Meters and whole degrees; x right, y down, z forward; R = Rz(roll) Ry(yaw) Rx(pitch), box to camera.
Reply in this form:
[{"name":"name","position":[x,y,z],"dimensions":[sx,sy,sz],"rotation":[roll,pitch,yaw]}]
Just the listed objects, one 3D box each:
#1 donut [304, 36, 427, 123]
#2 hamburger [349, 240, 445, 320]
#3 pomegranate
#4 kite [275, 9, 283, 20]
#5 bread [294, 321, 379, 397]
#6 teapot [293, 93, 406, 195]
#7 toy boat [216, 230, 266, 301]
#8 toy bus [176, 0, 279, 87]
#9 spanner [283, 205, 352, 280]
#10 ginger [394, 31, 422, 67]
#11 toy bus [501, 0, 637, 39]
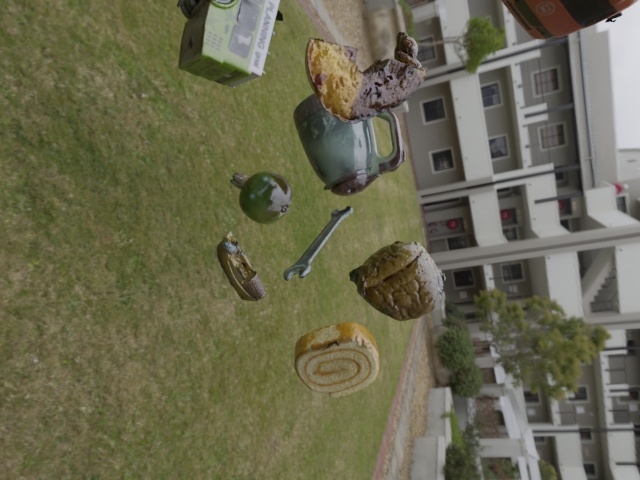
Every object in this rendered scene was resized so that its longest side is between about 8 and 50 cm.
[{"name":"donut","position":[0.079,-0.351,0.910],"dimensions":[0.112,0.296,0.151],"rotation":[-123,-138,-51]},{"name":"hamburger","position":[0.184,0.099,0.928],"dimensions":[0.206,0.183,0.129],"rotation":[42,24,-32]},{"name":"pomegranate","position":[-0.195,-0.148,1.288],"dimensions":[0.179,0.210,0.180],"rotation":[-57,169,-17]},{"name":"kite","position":[-0.155,-0.563,0.887],"dimensions":[0.232,0.009,0.189],"rotation":[52,-19,-2]},{"name":"bread","position":[0.031,0.216,0.719],"dimensions":[0.073,0.150,0.122],"rotation":[-93,164,-71]},{"name":"teapot","position":[0.102,-0.309,1.287],"dimensions":[0.233,0.315,0.311],"rotation":[-2,74,-70]},{"name":"toy boat","position":[-0.145,0.049,0.736],"dimensions":[0.047,0.049,0.149],"rotation":[-71,145,-57]},{"name":"toy bus","position":[-0.103,-0.371,0.566],"dimensions":[0.139,0.113,0.301],"rotation":[15,89,-38]},{"name":"spanner","position":[0.000,0.000,0.981],"dimensions":[0.301,0.071,0.017],"rotation":[-54,126,-44]},{"name":"ginger","position":[0.262,-0.556,1.244],"dimensions":[0.103,0.074,0.161],"rotation":[-123,-164,-63]},{"name":"toy bus","position":[0.496,-0.586,0.683],"dimensions":[0.203,0.233,0.426],"rotation":[26,92,-30]}]
